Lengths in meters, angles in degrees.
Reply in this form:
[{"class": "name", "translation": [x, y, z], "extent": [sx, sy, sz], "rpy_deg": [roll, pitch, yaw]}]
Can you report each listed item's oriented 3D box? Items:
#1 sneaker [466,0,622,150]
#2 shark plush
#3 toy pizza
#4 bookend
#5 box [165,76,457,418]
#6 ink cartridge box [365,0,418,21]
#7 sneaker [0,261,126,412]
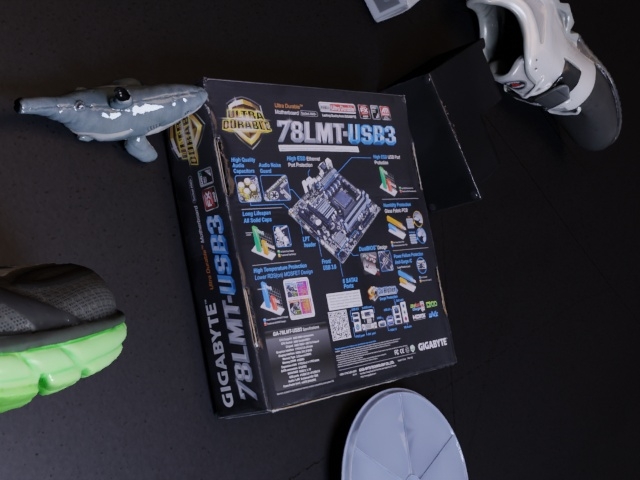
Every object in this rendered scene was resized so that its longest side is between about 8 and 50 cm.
[{"class": "sneaker", "translation": [0.289, -0.230, 1.390], "extent": [0.146, 0.122, 0.330], "rpy_deg": [-49, 117, -26]}, {"class": "shark plush", "translation": [-0.171, -0.116, 0.828], "extent": [0.161, 0.067, 0.073], "rpy_deg": [10, 71, -44]}, {"class": "toy pizza", "translation": [0.082, 0.249, 1.032], "extent": [0.201, 0.032, 0.201], "rpy_deg": [20, 63, -44]}, {"class": "bookend", "translation": [0.162, -0.140, 1.226], "extent": [0.157, 0.072, 0.156], "rpy_deg": [-40, 109, -49]}, {"class": "box", "translation": [0.000, 0.000, 0.989], "extent": [0.295, 0.073, 0.293], "rpy_deg": [-5, 81, -50]}, {"class": "ink cartridge box", "translation": [0.075, -0.430, 1.233], "extent": [0.239, 0.060, 0.275], "rpy_deg": [-46, 113, -45]}, {"class": "sneaker", "translation": [-0.300, -0.008, 0.554], "extent": [0.483, 0.185, 0.202], "rpy_deg": [19, 68, -46]}]
